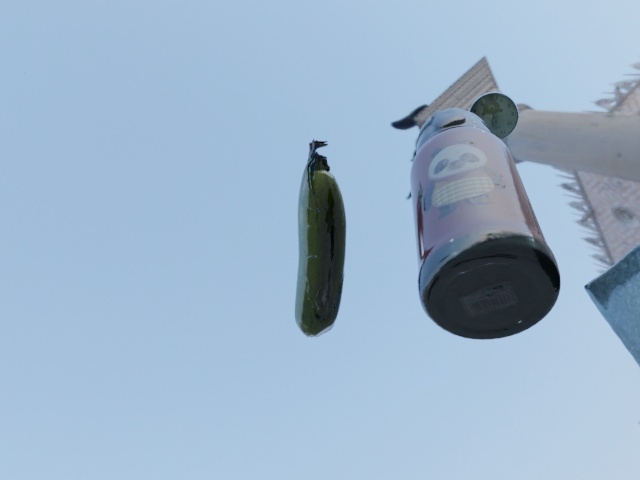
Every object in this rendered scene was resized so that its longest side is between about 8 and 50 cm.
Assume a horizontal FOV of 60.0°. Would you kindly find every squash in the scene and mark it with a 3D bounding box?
[{"bbox_3d":[0.000,0.000,0.919,0.087,0.087,0.331,-4,-82,-27],"label":"squash"}]

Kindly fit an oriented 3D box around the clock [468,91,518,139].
[{"bbox_3d":[0.294,-0.210,0.944,0.085,0.017,0.085,5,-72,16],"label":"clock"}]

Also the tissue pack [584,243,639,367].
[{"bbox_3d":[0.407,0.101,0.457,0.103,0.315,0.228,-2,-36,-36],"label":"tissue pack"}]

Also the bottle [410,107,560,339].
[{"bbox_3d":[0.180,-0.046,0.689,0.144,0.336,0.144,2,-50,2],"label":"bottle"}]
